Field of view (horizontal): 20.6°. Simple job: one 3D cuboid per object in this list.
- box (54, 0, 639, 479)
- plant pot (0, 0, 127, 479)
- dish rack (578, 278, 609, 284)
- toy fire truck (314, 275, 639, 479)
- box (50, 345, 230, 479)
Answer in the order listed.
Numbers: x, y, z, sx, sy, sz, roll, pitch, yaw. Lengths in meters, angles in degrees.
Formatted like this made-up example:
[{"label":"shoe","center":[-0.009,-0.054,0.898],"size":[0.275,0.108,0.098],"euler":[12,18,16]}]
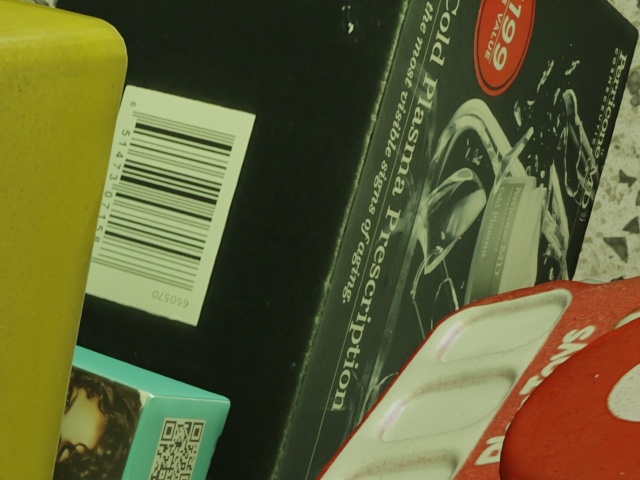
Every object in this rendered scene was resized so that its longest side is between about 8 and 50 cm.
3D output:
[{"label":"box","center":[0.000,0.000,0.890],"size":[0.179,0.343,0.312],"euler":[15,-1,26]},{"label":"plant pot","center":[-0.217,0.011,0.573],"size":[0.212,0.212,0.187],"euler":[17,12,26]},{"label":"dish rack","center":[0.327,0.161,1.538],"size":[0.072,0.286,0.333],"euler":[-28,14,-17]},{"label":"toy fire truck","center":[0.087,0.090,0.533],"size":[0.254,0.169,0.302],"euler":[-16,21,37]},{"label":"box","center":[-0.162,0.074,0.700],"size":[0.244,0.101,0.060],"euler":[16,0,27]}]
